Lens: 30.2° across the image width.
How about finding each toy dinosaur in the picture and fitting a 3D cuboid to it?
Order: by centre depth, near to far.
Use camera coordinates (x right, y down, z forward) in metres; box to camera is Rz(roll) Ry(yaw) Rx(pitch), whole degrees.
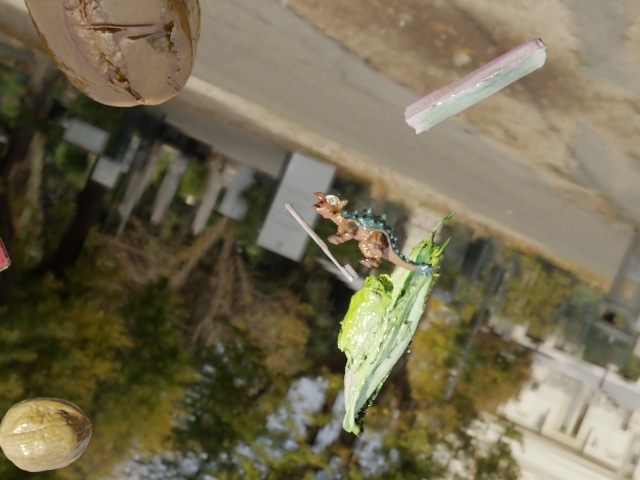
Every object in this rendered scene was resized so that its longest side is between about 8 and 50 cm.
[{"bbox_3d":[0.053,-0.003,1.248,0.154,0.055,0.049,32,168,-8],"label":"toy dinosaur"}]

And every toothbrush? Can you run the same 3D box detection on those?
[{"bbox_3d":[0.000,0.000,0.972,0.097,0.008,0.006,48,160,30],"label":"toothbrush"}]

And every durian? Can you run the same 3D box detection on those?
[{"bbox_3d":[0.095,0.117,1.768,0.106,0.375,0.132,29,-166,32],"label":"durian"}]

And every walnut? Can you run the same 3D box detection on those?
[{"bbox_3d":[-0.367,0.256,1.584,0.124,0.105,0.105,-11,-179,-3],"label":"walnut"}]

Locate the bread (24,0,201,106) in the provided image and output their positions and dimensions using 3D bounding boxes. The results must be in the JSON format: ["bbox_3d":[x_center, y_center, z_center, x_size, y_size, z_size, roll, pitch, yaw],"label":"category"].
[{"bbox_3d":[-0.251,-0.291,1.445,0.195,0.270,0.143,-6,-147,16],"label":"bread"}]

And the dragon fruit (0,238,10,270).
[{"bbox_3d":[-0.472,-0.009,1.587,0.097,0.063,0.131,45,153,17],"label":"dragon fruit"}]

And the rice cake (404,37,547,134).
[{"bbox_3d":[0.200,-0.199,1.524,0.036,0.206,0.047,45,-150,-35],"label":"rice cake"}]
